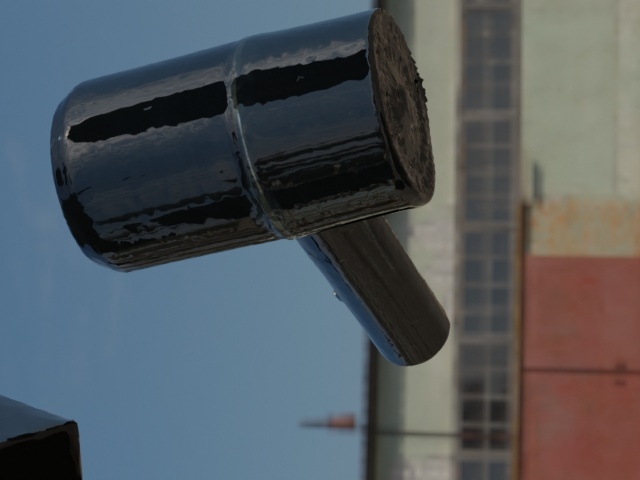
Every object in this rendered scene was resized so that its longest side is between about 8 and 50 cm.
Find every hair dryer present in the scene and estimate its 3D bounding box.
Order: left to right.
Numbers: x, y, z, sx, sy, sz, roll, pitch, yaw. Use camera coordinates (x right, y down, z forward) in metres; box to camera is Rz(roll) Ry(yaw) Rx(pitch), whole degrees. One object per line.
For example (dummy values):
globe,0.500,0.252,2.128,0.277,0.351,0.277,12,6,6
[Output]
hair dryer,0.000,0.000,0.689,0.219,0.124,0.072,50,-147,-54

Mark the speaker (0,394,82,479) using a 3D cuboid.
speaker,-0.225,0.177,0.614,0.254,0.184,0.232,-15,-70,-46
